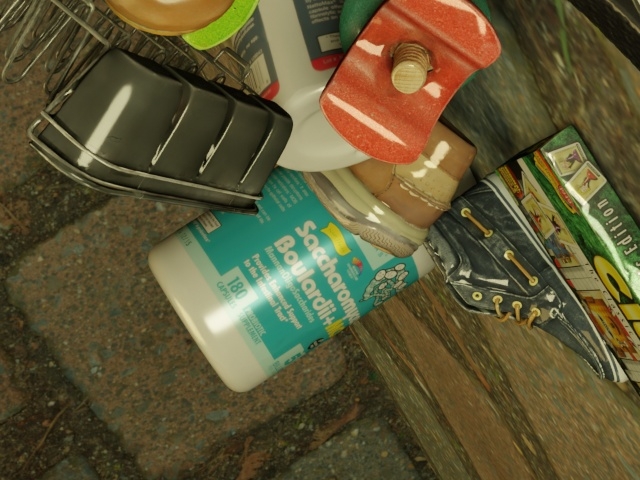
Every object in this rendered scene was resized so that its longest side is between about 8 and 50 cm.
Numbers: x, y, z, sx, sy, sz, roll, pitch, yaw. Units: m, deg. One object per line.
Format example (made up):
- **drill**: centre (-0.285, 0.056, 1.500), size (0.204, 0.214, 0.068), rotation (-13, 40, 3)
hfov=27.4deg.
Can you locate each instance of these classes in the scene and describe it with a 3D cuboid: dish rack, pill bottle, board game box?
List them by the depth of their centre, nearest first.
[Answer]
- **dish rack**: centre (-0.148, -0.127, 0.746), size (0.271, 0.074, 0.208), rotation (41, -169, 19)
- **board game box**: centre (0.202, 0.050, 0.832), size (0.259, 0.030, 0.136), rotation (57, 173, 1)
- **pill bottle**: centre (-0.008, -0.147, 0.879), size (0.108, 0.108, 0.180), rotation (68, -174, -64)
- **pill bottle**: centre (0.000, 0.000, 1.096), size (0.146, 0.264, 0.146), rotation (56, 175, 7)

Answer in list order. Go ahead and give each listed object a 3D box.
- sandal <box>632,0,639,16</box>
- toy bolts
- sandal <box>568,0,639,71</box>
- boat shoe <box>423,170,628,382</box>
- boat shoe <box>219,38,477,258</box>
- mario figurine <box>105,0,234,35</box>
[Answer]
- **sandal**: centre (0.108, -0.120, 0.266), size (0.167, 0.107, 0.446), rotation (53, 173, 39)
- **toy bolts**: centre (0.015, -0.180, 0.732), size (0.228, 0.218, 0.158), rotation (38, -154, -13)
- **sandal**: centre (0.152, -0.066, 0.492), size (0.179, 0.040, 0.067), rotation (46, -178, 11)
- **boat shoe**: centre (0.149, 0.042, 0.963), size (0.183, 0.083, 0.065), rotation (56, 175, 16)
- **boat shoe**: centre (0.019, -0.132, 0.996), size (0.123, 0.116, 0.324), rotation (19, -149, -51)
- **mario figurine**: centre (0.013, -0.177, 0.352), size (0.320, 0.170, 0.198), rotation (112, 173, -58)
